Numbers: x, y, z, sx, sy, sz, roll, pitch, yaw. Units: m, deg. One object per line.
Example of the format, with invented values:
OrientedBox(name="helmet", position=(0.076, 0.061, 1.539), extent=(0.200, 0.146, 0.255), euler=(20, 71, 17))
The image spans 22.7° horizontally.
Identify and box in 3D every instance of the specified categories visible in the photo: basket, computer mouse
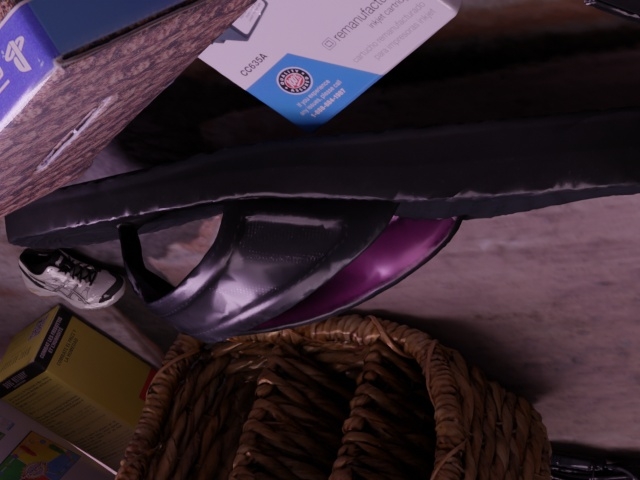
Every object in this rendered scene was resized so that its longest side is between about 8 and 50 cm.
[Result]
OrientedBox(name="basket", position=(-0.002, 0.188, 1.026), extent=(0.223, 0.299, 0.213), euler=(36, 142, -19))
OrientedBox(name="computer mouse", position=(0.207, 0.222, 1.183), extent=(0.106, 0.042, 0.193), euler=(3, 140, 22))

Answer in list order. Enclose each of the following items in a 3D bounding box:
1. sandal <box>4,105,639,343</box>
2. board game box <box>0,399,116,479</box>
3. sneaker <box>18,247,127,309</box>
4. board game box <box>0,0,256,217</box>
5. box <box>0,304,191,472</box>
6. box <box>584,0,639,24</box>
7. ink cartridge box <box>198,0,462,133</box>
OrientedBox(name="sandal", position=(0.000, 0.000, 0.885), extent=(0.446, 0.107, 0.167), euler=(-5, 179, 31))
OrientedBox(name="board game box", position=(-0.243, 0.203, 1.176), extent=(0.316, 0.242, 0.064), euler=(33, 103, 12))
OrientedBox(name="sneaker", position=(-0.179, 0.025, 1.135), extent=(0.083, 0.032, 0.037), euler=(6, 142, 19))
OrientedBox(name="board game box", position=(-0.187, -0.166, 0.700), extent=(0.291, 0.141, 0.232), euler=(56, 139, 2))
OrientedBox(name="box", position=(-0.139, 0.145, 1.248), extent=(0.232, 0.058, 0.087), euler=(36, 142, -18))
OrientedBox(name="box", position=(0.210, -0.157, 0.661), extent=(0.147, 0.077, 0.180), euler=(20, 144, 1))
OrientedBox(name="ink cartridge box", position=(-0.034, -0.158, 0.783), extent=(0.191, 0.082, 0.139), euler=(32, 143, -17))
